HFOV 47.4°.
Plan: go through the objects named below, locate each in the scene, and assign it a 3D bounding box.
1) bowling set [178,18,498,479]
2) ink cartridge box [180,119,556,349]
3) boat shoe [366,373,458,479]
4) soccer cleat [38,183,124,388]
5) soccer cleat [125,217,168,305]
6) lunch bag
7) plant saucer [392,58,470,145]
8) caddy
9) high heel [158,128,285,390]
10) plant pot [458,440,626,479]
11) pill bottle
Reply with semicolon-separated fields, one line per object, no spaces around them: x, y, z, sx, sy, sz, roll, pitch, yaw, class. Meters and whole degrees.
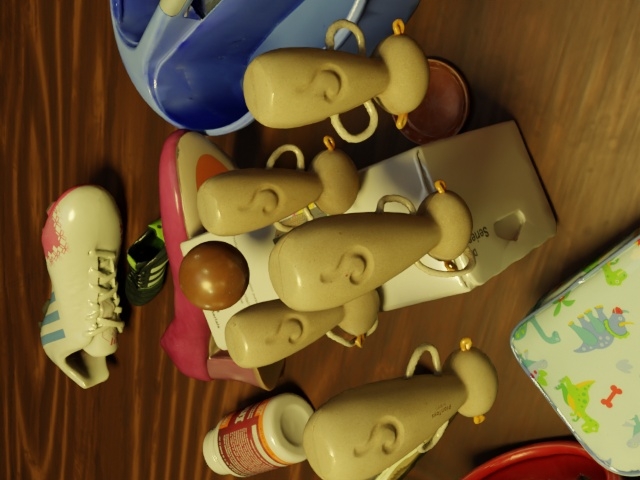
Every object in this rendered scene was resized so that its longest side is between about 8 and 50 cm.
0.000;0.000;0.515;0.200;0.154;0.286;10;111;53;bowling set
0.044;-0.004;0.677;0.278;0.201;0.117;-19;92;38;ink cartridge box
0.070;0.236;0.824;0.073;0.080;0.223;46;121;22;boat shoe
-0.320;0.074;1.029;0.143;0.116;0.331;45;134;27;soccer cleat
-0.235;0.029;0.978;0.060;0.072;0.179;47;127;15;soccer cleat
0.284;0.084;0.601;0.176;0.090;0.219;52;128;12;lunch bag
0.107;-0.134;0.709;0.084;0.013;0.083;13;113;33;plant saucer
-0.067;-0.250;0.694;0.341;0.179;0.241;-32;86;39;caddy
-0.162;0.034;0.836;0.181;0.127;0.377;11;131;25;high heel
0.215;0.307;0.671;0.191;0.191;0.174;-20;100;39;plant pot
-0.081;0.253;0.930;0.152;0.086;0.086;-29;87;38;pill bottle
